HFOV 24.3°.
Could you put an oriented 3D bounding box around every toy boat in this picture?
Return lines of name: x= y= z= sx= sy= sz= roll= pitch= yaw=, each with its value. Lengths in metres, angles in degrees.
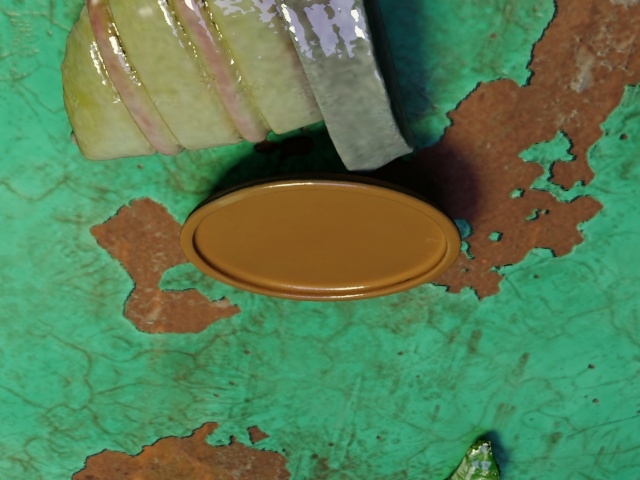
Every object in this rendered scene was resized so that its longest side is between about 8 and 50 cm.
toy boat: x=-0.065 y=-0.144 z=1.159 sx=0.294 sy=0.111 sz=0.276 roll=0 pitch=141 yaw=-2

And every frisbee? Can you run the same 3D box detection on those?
frisbee: x=0.000 y=0.000 z=1.323 sx=0.251 sy=0.021 sz=0.251 roll=1 pitch=154 yaw=1

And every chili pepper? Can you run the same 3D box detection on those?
chili pepper: x=0.145 y=0.294 z=1.656 sx=0.088 sy=0.059 sz=0.227 roll=13 pitch=131 yaw=-9
